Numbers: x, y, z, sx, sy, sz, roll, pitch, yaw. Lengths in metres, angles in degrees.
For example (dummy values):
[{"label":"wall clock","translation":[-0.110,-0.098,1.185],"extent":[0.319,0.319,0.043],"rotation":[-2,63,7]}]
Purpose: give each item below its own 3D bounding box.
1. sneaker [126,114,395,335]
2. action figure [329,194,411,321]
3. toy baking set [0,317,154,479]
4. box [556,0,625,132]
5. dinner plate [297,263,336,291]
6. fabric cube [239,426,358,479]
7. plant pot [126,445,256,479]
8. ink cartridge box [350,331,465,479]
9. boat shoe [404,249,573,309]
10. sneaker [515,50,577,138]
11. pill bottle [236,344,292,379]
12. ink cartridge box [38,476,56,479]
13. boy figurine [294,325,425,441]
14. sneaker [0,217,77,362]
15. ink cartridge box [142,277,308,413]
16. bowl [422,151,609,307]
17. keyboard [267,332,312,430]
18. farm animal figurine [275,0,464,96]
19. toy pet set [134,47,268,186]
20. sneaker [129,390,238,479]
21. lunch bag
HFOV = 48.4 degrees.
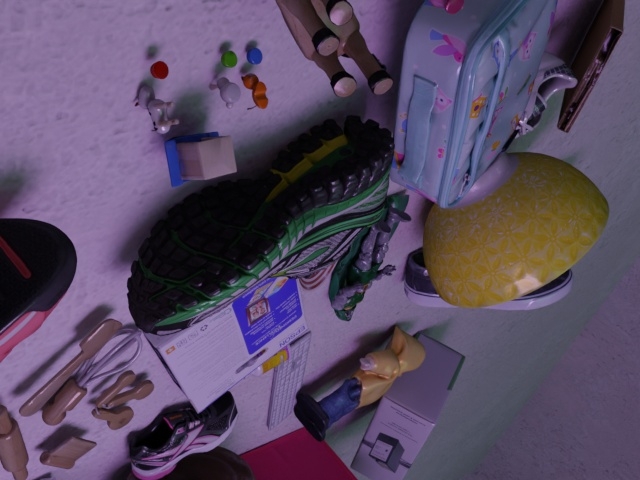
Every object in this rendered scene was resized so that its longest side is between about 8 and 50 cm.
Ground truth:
[{"label":"sneaker","translation":[-0.047,0.006,0.777],"extent":[0.344,0.134,0.146],"rotation":[-32,138,-23]},{"label":"action figure","translation":[0.066,0.045,1.086],"extent":[0.137,0.063,0.232],"rotation":[-27,151,-38]},{"label":"toy baking set","translation":[-0.291,0.187,0.838],"extent":[0.197,0.030,0.256],"rotation":[-32,150,-29]},{"label":"box","translation":[0.395,-0.272,1.032],"extent":[0.201,0.021,0.164],"rotation":[-59,169,-47]},{"label":"dinner plate","translation":[0.000,0.000,0.942],"extent":[0.141,0.017,0.141],"rotation":[-49,149,-44]},{"label":"fabric cube","translation":[-0.073,0.567,1.396],"extent":[0.259,0.254,0.258],"rotation":[-7,133,-48]},{"label":"plant pot","translation":[-0.198,0.479,1.088],"extent":[0.323,0.323,0.280],"rotation":[-16,118,-42]},{"label":"ink cartridge box","translation":[0.188,0.377,1.556],"extent":[0.211,0.122,0.289],"rotation":[-52,164,-45]},{"label":"boat shoe","translation":[0.299,0.051,1.249],"extent":[0.302,0.108,0.102],"rotation":[0,130,1]},{"label":"sneaker","translation":[0.245,-0.172,0.993],"extent":[0.235,0.095,0.090],"rotation":[-46,154,6]},{"label":"pill bottle","translation":[-0.087,0.177,1.072],"extent":[0.083,0.043,0.043],"rotation":[-26,147,-32]},{"label":"ink cartridge box","translation":[-0.331,0.547,0.878],"extent":[0.166,0.395,0.285],"rotation":[-17,141,-38]},{"label":"boy figurine","translation":[0.087,0.258,1.353],"extent":[0.285,0.092,0.177],"rotation":[-34,153,-26]},{"label":"sneaker","translation":[-0.326,0.093,0.605],"extent":[0.314,0.116,0.136],"rotation":[-38,162,2]},{"label":"ink cartridge box","translation":[-0.115,0.119,0.955],"extent":[0.206,0.045,0.208],"rotation":[-36,149,-18]},{"label":"bowl","translation":[0.262,-0.051,1.077],"extent":[0.289,0.289,0.156],"rotation":[-39,109,-10]},{"label":"keyboard","translation":[-0.056,0.252,1.247],"extent":[0.072,0.014,0.256],"rotation":[-27,148,-30]},{"label":"farm animal figurine","translation":[-0.006,-0.279,0.463],"extent":[0.327,0.172,0.330],"rotation":[3,135,-39]},{"label":"toy pet set","translation":[-0.113,-0.113,0.660],"extent":[0.122,0.065,0.114],"rotation":[-20,109,-42]},{"label":"sneaker","translation":[-0.197,0.275,1.037],"extent":[0.178,0.072,0.077],"rotation":[-35,140,-29]},{"label":"lunch bag","translation":[0.171,-0.176,0.818],"extent":[0.224,0.108,0.279],"rotation":[-52,157,-28]}]
